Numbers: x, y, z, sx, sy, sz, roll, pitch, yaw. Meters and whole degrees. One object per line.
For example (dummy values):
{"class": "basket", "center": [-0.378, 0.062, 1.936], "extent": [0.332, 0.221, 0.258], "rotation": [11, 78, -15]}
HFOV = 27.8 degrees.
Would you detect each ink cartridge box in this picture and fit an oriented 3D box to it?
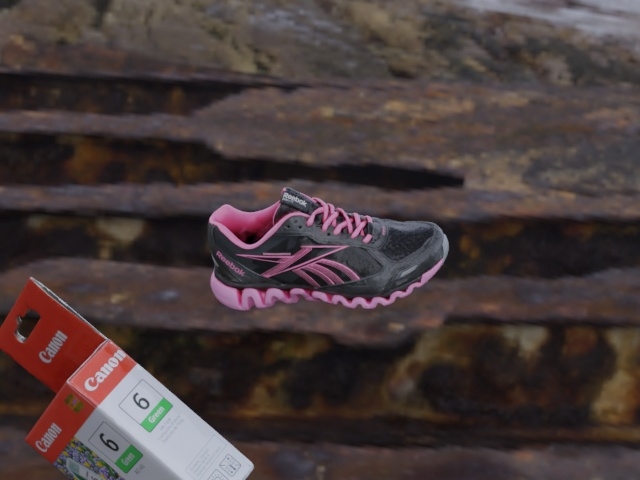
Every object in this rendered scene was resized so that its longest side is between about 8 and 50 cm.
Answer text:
{"class": "ink cartridge box", "center": [-0.087, 0.072, 0.515], "extent": [0.115, 0.063, 0.029], "rotation": [41, 49, -1]}

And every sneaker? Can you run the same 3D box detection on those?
{"class": "sneaker", "center": [0.000, 0.000, 0.615], "extent": [0.119, 0.057, 0.047], "rotation": [-6, 34, 11]}
